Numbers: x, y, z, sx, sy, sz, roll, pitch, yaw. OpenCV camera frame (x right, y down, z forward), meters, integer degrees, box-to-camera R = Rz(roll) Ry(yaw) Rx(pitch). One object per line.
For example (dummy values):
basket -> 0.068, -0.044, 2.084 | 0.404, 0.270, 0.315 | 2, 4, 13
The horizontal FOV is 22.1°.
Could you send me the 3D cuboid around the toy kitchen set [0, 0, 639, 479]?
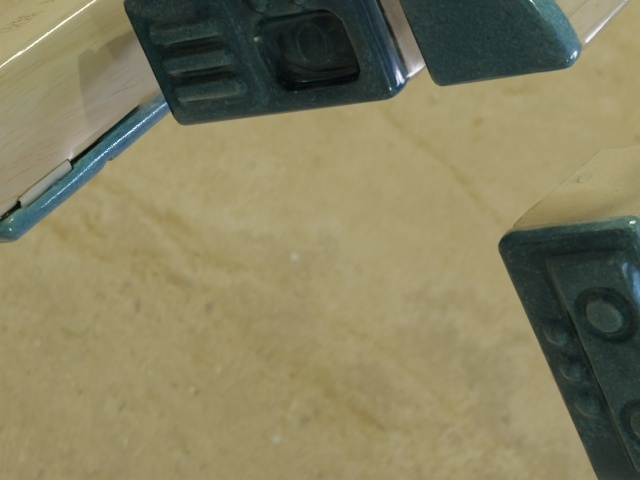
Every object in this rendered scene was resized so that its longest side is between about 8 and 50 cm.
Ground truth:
toy kitchen set -> 0.000, 0.000, 0.464 | 0.122, 0.207, 0.166 | -44, 119, -40
